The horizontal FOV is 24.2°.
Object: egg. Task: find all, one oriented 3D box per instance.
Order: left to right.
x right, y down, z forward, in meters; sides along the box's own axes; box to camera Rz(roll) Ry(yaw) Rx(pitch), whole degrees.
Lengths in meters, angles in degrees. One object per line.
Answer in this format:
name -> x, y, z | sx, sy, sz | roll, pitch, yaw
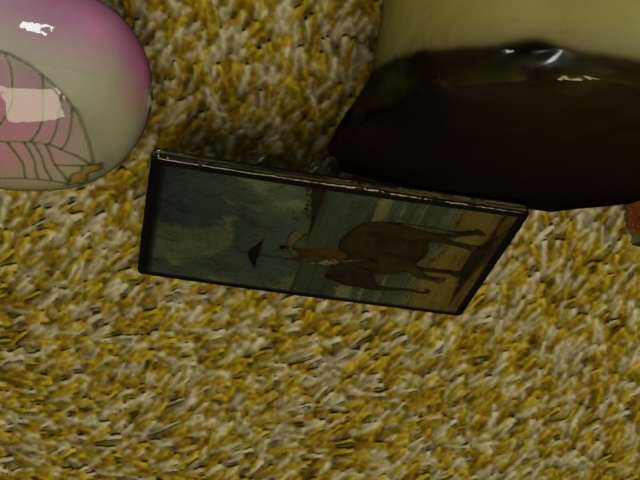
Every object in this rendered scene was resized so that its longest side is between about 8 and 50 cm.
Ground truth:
egg -> -0.287, -0.141, 1.344 | 0.271, 0.196, 0.196 | 6, 116, -13

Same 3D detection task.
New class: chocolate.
chocolate -> 0.198, -0.201, 1.284 | 0.314, 0.297, 0.326 | 11, 159, -22

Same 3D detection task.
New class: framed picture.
framed picture -> 0.000, 0.000, 1.441 | 0.347, 0.016, 0.265 | 9, 155, -7

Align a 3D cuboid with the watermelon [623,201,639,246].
watermelon -> 0.360, -0.085, 1.427 | 0.128, 0.146, 0.231 | -7, 114, 1
